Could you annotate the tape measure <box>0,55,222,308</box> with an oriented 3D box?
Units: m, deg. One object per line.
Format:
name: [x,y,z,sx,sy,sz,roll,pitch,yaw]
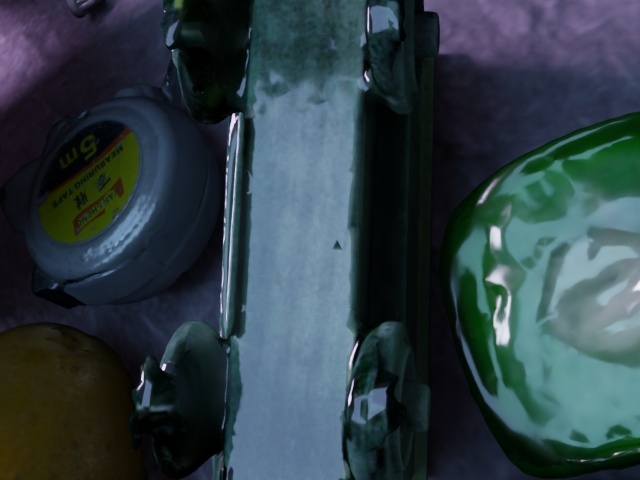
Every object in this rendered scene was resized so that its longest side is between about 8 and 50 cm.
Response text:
tape measure: [-0.079,-0.082,0.568,0.330,0.084,0.164,-37,62,12]

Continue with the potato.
potato: [-0.191,0.136,0.557,0.203,0.178,0.158,12,73,60]

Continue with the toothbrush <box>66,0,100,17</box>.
toothbrush: [-0.232,-0.332,0.739,0.029,0.025,0.307,-23,70,22]

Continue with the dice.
dice: [0.137,0.028,0.357,0.128,0.120,0.131,-25,66,31]

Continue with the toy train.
toy train: [0.000,0.000,0.412,0.120,0.202,0.301,0,81,10]
